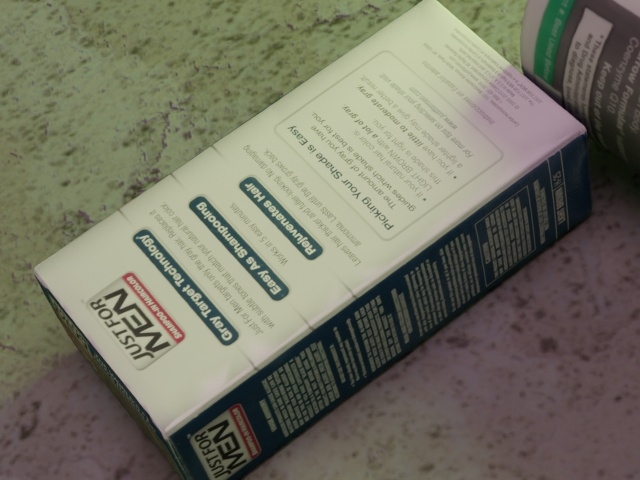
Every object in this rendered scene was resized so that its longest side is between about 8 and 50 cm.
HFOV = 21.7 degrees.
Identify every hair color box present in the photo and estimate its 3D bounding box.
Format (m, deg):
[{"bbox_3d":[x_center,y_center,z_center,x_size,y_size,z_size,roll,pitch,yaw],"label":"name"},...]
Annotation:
[{"bbox_3d":[0.000,0.000,1.148,0.347,0.105,0.174,-35,56,-13],"label":"hair color box"}]

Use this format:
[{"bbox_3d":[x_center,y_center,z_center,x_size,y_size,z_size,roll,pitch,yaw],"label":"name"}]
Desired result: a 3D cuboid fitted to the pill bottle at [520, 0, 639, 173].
[{"bbox_3d":[0.320,-0.086,1.078,0.204,0.204,0.361,-39,57,-15],"label":"pill bottle"}]
